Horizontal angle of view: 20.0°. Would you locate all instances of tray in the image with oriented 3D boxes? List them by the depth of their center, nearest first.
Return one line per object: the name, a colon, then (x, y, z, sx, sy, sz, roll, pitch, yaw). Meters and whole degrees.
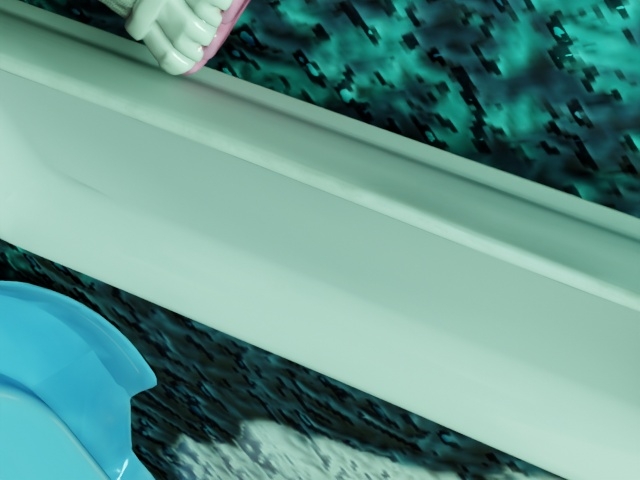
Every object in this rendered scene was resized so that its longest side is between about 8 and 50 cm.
tray: (0.000, 0.000, 0.449, 0.270, 0.030, 0.145, 21, 160, 23)

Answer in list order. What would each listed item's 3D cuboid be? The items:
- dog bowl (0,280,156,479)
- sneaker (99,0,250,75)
dog bowl: (-0.102, 0.137, 0.639, 0.074, 0.166, 0.297, 14, 145, 51)
sneaker: (-0.030, -0.094, 0.342, 0.075, 0.063, 0.170, 31, 154, -3)
